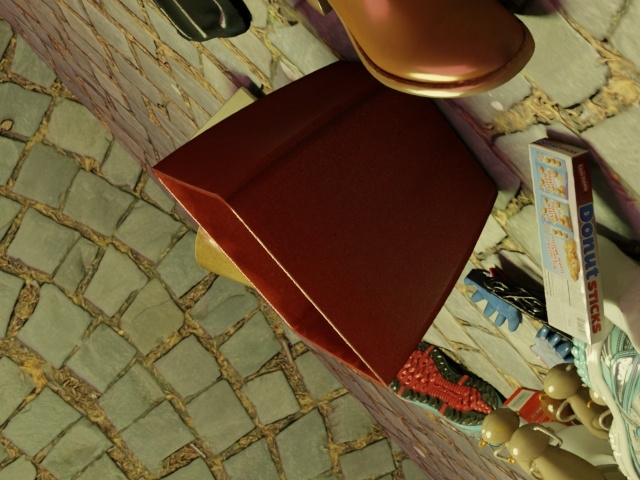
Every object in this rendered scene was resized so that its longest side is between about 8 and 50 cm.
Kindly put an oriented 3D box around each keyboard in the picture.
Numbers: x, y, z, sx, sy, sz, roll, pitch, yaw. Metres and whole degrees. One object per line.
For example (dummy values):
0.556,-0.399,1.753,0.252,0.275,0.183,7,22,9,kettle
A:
0.257,0.077,1.568,0.192,0.038,0.100,31,180,30,keyboard

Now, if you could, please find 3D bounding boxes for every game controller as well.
-0.207,-0.368,1.660,0.319,0.067,0.166,50,155,-25,game controller

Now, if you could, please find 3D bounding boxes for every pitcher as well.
0.323,0.289,1.839,0.177,0.125,0.207,34,179,-7,pitcher

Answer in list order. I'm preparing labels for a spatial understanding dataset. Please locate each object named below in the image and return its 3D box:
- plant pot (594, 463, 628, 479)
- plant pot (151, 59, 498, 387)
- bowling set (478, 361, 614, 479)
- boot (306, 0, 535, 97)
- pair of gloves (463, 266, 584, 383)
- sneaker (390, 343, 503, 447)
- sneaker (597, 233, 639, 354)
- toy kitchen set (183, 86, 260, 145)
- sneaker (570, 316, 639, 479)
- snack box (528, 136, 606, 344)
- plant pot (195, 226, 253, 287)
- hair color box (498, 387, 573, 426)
0.427,0.430,1.564,0.334,0.334,0.305,48,158,-13,plant pot
0.021,-0.046,1.453,0.267,0.236,0.267,49,169,-22,plant pot
0.259,0.219,1.605,0.154,0.287,0.200,41,-165,-29,bowling set
0.038,-0.244,1.053,0.283,0.109,0.220,47,169,41,boot
0.255,0.108,1.710,0.198,0.023,0.159,45,170,8,pair of gloves
0.213,0.268,2.280,0.262,0.104,0.125,34,166,51,sneaker
0.304,0.065,1.251,0.094,0.080,0.212,39,-176,-43,sneaker
-0.080,-0.124,2.004,0.166,0.122,0.207,45,-170,1,toy kitchen set
0.352,0.182,1.376,0.122,0.110,0.283,25,157,55,sneaker
0.219,0.001,1.220,0.064,0.022,0.178,30,134,59,snack box
0.008,-0.006,1.771,0.254,0.237,0.237,30,166,14,plant pot
0.341,0.292,1.995,0.167,0.053,0.093,46,169,-7,hair color box
